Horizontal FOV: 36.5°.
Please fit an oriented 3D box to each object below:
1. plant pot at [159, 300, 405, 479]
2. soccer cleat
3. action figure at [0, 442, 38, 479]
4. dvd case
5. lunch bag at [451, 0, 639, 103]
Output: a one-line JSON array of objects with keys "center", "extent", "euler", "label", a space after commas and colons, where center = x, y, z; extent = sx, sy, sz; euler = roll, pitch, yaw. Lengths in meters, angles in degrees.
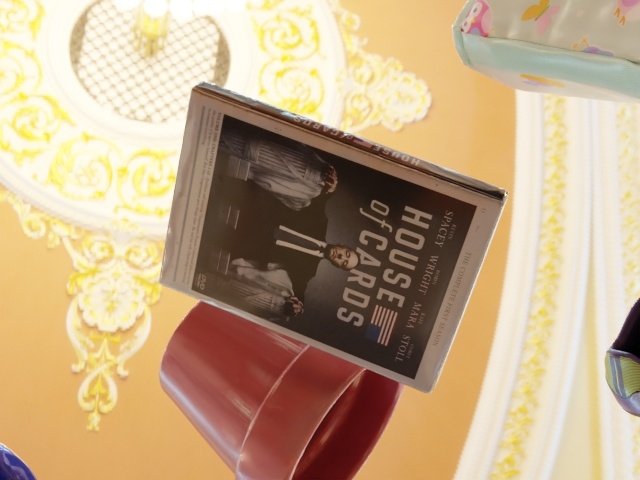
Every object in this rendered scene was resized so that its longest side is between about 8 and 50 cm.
[{"center": [-0.043, 0.138, 0.915], "extent": [0.180, 0.201, 0.201], "euler": [32, -117, 24], "label": "plant pot"}, {"center": [0.415, 0.074, 1.080], "extent": [0.289, 0.093, 0.121], "euler": [-43, -62, -25], "label": "soccer cleat"}, {"center": [-0.218, 0.151, 0.548], "extent": [0.280, 0.091, 0.139], "euler": [41, -72, 27], "label": "action figure"}, {"center": [0.000, 0.000, 0.734], "extent": [0.238, 0.179, 0.029], "euler": [21, -148, 10], "label": "dvd case"}, {"center": [0.243, -0.161, 0.620], "extent": [0.262, 0.223, 0.160], "euler": [-25, -62, -24], "label": "lunch bag"}]
